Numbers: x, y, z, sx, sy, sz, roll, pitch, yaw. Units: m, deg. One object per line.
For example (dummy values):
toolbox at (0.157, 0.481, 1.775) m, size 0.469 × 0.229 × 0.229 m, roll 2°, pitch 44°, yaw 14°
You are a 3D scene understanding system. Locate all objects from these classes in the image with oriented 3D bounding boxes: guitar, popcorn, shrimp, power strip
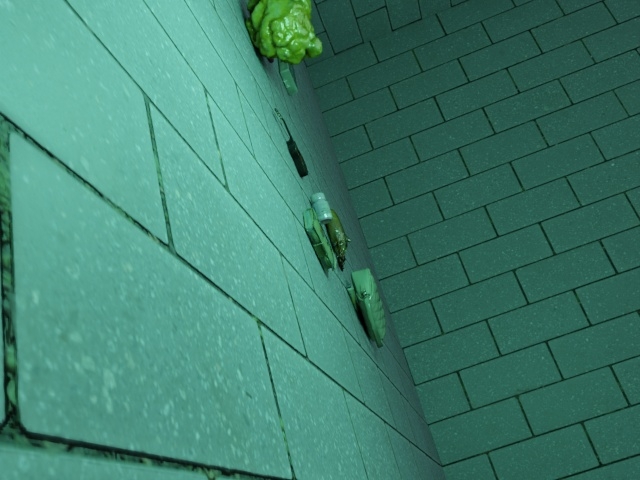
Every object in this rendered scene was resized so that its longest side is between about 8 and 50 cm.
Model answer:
guitar at (-0.090, -0.294, 1.885) m, size 0.088 × 0.025 × 0.233 m, roll -100°, pitch 166°, yaw -54°
popcorn at (-0.114, -0.672, 1.971) m, size 0.242 × 0.235 × 0.250 m, roll 28°, pitch 16°, yaw -44°
shrimp at (0.068, 0.003, 2.081) m, size 0.117 × 0.066 × 0.262 m, roll 59°, pitch 14°, yaw -54°
power strip at (-0.139, -0.716, 2.616) m, size 0.367 × 0.043 × 0.106 m, roll -100°, pitch 168°, yaw -56°

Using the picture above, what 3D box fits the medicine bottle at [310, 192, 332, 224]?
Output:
medicine bottle at (0.002, -0.096, 1.904) m, size 0.052 × 0.052 × 0.089 m, roll 50°, pitch 21°, yaw -70°

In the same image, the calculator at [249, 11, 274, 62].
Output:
calculator at (-0.204, -0.735, 2.233) m, size 0.126 × 0.034 × 0.190 m, roll 55°, pitch 17°, yaw -69°

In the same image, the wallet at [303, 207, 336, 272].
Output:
wallet at (0.000, 0.000, 1.680) m, size 0.110 × 0.039 × 0.155 m, roll -100°, pitch 167°, yaw -61°

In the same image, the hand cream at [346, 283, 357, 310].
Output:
hand cream at (0.105, 0.184, 2.039) m, size 0.035 × 0.022 × 0.102 m, roll -102°, pitch 174°, yaw -56°

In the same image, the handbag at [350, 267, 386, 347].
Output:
handbag at (0.171, 0.236, 2.079) m, size 0.219 × 0.079 × 0.256 m, roll -101°, pitch 174°, yaw -47°
